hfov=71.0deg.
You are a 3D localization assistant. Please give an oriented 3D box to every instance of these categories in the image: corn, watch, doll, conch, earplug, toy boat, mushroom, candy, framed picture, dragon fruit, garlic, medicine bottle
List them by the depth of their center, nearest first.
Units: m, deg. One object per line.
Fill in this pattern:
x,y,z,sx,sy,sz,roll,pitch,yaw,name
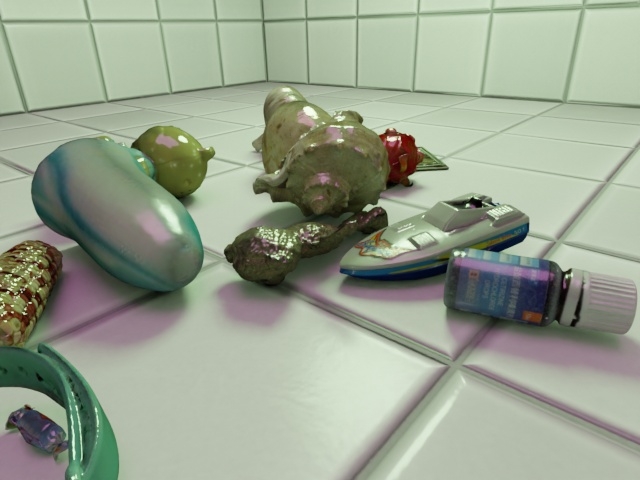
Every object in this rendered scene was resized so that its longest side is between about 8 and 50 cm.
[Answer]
-0.261,0.173,0.337,0.237,0.068,0.195,16,37,30,watch
-0.257,0.174,0.406,0.083,0.020,0.030,17,47,31,candy
0.259,0.062,0.547,0.203,0.083,0.083,8,27,19,medicine bottle
-0.393,0.063,0.575,0.086,0.086,0.253,-7,25,-13,corn
-0.289,-0.024,0.674,0.185,0.184,0.324,-22,38,-36,earplug
0.162,-0.002,0.682,0.296,0.088,0.129,-18,28,-16,toy boat
-0.014,-0.001,0.709,0.203,0.091,0.286,-1,14,21,doll
0.010,-0.135,0.861,0.264,0.186,0.324,-10,22,23,conch
-0.362,-0.151,0.939,0.261,0.161,0.177,-27,14,-40,doll
0.166,-0.194,1.039,0.136,0.132,0.166,19,30,23,dragon fruit
-0.032,-0.243,1.090,0.195,0.188,0.254,-18,35,-28,mushroom
0.188,-0.225,1.238,0.275,0.017,0.217,-5,25,-6,framed picture
-0.118,-0.335,1.333,0.212,0.218,0.218,-28,22,13,garlic
